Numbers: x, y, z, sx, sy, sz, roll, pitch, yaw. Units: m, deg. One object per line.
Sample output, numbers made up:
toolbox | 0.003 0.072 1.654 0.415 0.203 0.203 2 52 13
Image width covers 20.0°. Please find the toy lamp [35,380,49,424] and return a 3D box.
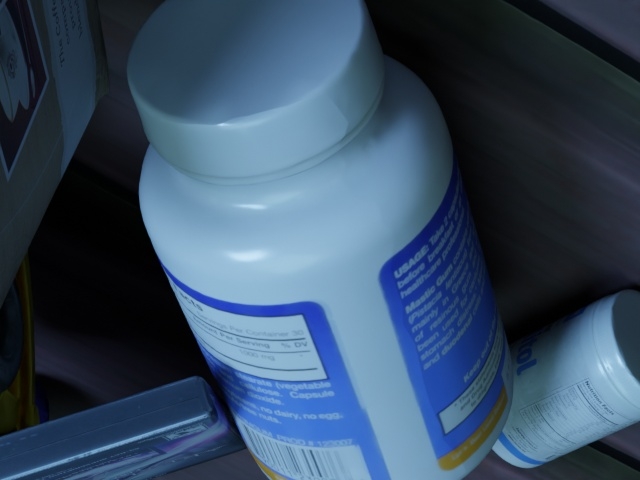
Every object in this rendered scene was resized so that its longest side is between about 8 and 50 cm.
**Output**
toy lamp | -0.284 0.074 1.042 0.080 0.080 0.274 -26 141 35

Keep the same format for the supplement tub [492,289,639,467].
supplement tub | 0.142 0.078 1.009 0.071 0.071 0.107 36 132 -26

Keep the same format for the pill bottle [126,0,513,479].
pill bottle | 0.000 0.000 0.891 0.152 0.152 0.272 -4 136 16

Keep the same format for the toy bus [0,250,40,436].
toy bus | -0.213 0.013 0.954 0.149 0.220 0.211 -7 169 11

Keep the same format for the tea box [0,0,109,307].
tea box | -0.278 -0.143 0.695 0.323 0.220 0.329 3 127 10

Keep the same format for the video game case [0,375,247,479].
video game case | -0.142 0.124 0.983 0.196 0.026 0.274 -18 170 -1
